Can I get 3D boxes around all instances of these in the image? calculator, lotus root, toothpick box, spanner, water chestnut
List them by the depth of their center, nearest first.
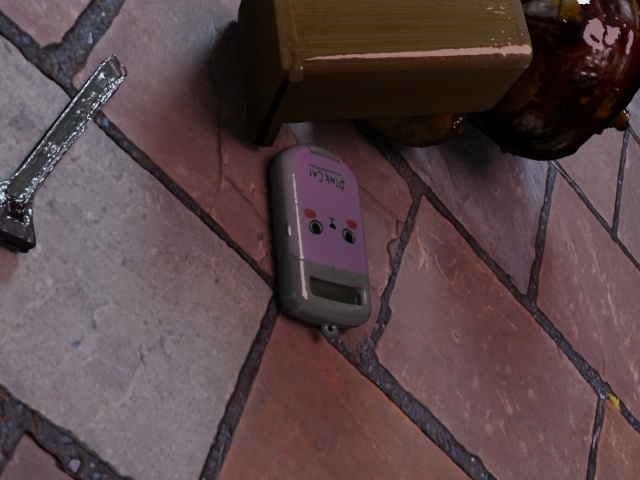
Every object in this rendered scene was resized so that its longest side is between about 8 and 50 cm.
[{"bbox_3d":[-0.267,-0.086,1.056,0.093,0.026,0.325,48,40,-22],"label":"spanner"},{"bbox_3d":[0.072,-0.237,1.293,0.308,0.187,0.190,-4,70,-16],"label":"toothpick box"},{"bbox_3d":[0.000,0.000,1.317,0.141,0.045,0.246,17,61,-45],"label":"calculator"},{"bbox_3d":[0.117,-0.205,1.490,0.260,0.128,0.145,27,44,-42],"label":"lotus root"},{"bbox_3d":[0.365,-0.270,1.655,0.347,0.335,0.335,25,53,-23],"label":"water chestnut"}]
